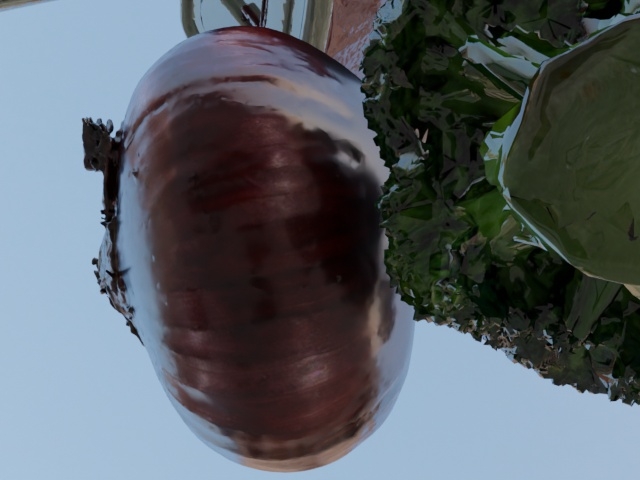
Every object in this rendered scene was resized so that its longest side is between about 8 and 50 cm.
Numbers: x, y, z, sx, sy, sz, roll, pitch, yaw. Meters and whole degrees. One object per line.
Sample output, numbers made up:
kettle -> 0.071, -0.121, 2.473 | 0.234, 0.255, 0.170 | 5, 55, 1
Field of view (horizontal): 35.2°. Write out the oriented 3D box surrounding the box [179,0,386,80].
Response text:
box -> 0.001, -0.235, 0.821 | 0.167, 0.294, 0.193 | -26, -116, -23

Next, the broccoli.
broccoli -> 0.157, -0.039, 0.424 | 0.297, 0.297, 0.298 | 3, -76, 14

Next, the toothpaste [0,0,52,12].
toothpaste -> -0.182, -0.102, 0.386 | 0.314, 0.056, 0.058 | -13, -53, 11

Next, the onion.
onion -> 0.000, 0.000, 0.624 | 0.285, 0.273, 0.273 | -9, -75, -6
